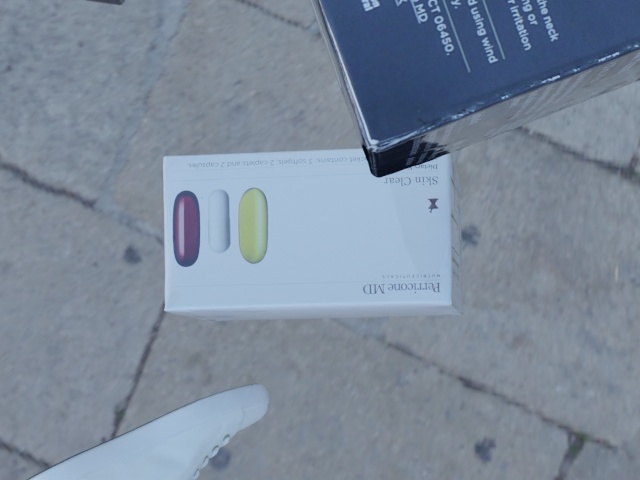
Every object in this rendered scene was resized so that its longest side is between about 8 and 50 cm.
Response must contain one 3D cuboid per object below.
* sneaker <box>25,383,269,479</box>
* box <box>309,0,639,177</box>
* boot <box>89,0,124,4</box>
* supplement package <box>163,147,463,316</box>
[{"bbox_3d":[-0.169,0.254,1.598,0.290,0.106,0.123,-24,83,-26],"label":"sneaker"},{"bbox_3d":[0.144,-0.173,0.802,0.312,0.343,0.179,-19,90,2],"label":"box"},{"bbox_3d":[-0.358,-0.438,1.810,0.280,0.096,0.264,14,125,2],"label":"boot"},{"bbox_3d":[0.000,0.000,1.404,0.262,0.204,0.145,-2,84,8],"label":"supplement package"}]
